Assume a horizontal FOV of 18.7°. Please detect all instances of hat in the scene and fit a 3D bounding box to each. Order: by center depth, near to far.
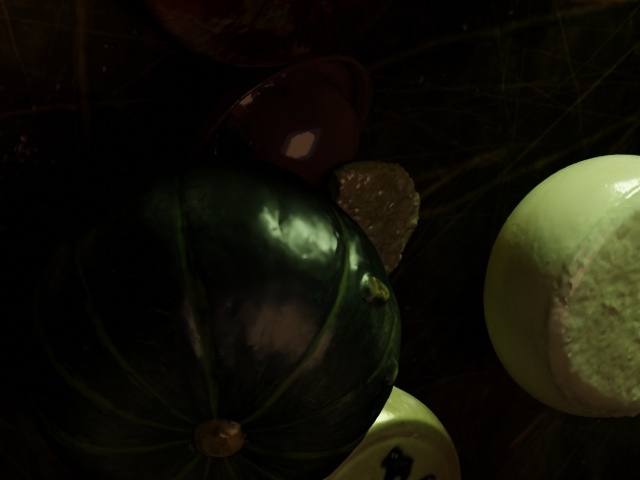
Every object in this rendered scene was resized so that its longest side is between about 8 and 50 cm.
[{"bbox_3d":[-0.026,-0.077,1.709,0.205,0.089,0.205,-34,153,-20],"label":"hat"}]

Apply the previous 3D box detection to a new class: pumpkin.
[{"bbox_3d":[-0.090,0.084,1.617,0.323,0.241,0.323,-6,140,-5],"label":"pumpkin"}]

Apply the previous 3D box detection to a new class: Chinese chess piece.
[{"bbox_3d":[0.023,0.264,1.948,0.257,0.104,0.257,-20,124,-34],"label":"Chinese chess piece"}]

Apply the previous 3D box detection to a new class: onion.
[{"bbox_3d":[-0.025,-0.271,1.578,0.272,0.195,0.272,-12,113,-32],"label":"onion"}]

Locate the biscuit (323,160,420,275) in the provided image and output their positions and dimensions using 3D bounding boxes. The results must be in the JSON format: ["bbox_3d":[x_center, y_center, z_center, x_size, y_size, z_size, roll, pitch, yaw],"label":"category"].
[{"bbox_3d":[0.037,0.007,1.786,0.133,0.032,0.250,-24,148,-33],"label":"biscuit"}]

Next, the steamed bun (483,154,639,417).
[{"bbox_3d":[0.285,0.040,2.017,0.283,0.177,0.283,-14,115,-32],"label":"steamed bun"}]

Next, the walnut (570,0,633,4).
[{"bbox_3d":[0.238,-0.372,1.697,0.344,0.306,0.306,24,94,-48],"label":"walnut"}]
